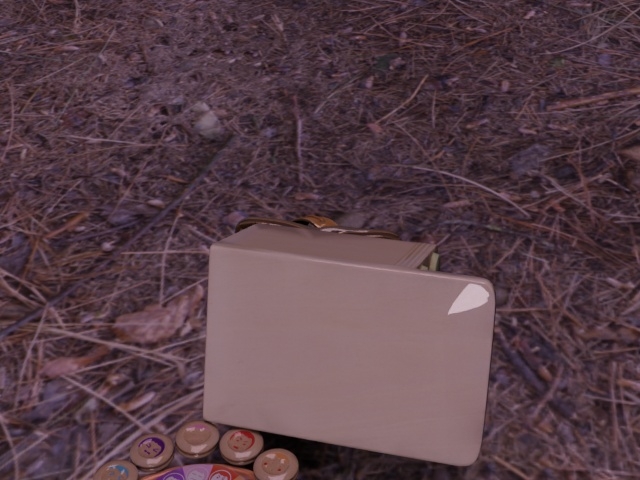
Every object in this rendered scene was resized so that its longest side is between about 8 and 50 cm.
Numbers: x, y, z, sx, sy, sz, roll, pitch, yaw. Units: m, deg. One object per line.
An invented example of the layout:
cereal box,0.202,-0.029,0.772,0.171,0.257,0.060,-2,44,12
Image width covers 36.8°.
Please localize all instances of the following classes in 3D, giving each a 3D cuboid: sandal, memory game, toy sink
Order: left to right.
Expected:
memory game,-0.097,0.207,0.735,0.186,0.012,0.186,-2,36,2
sandal,0.000,0.000,1.020,0.180,0.072,0.049,3,41,1
toy sink,0.033,0.079,0.817,0.234,0.153,0.131,6,12,15

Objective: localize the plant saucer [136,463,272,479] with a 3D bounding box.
plant saucer,-0.095,0.254,0.714,0.199,0.037,0.200,-1,36,1
